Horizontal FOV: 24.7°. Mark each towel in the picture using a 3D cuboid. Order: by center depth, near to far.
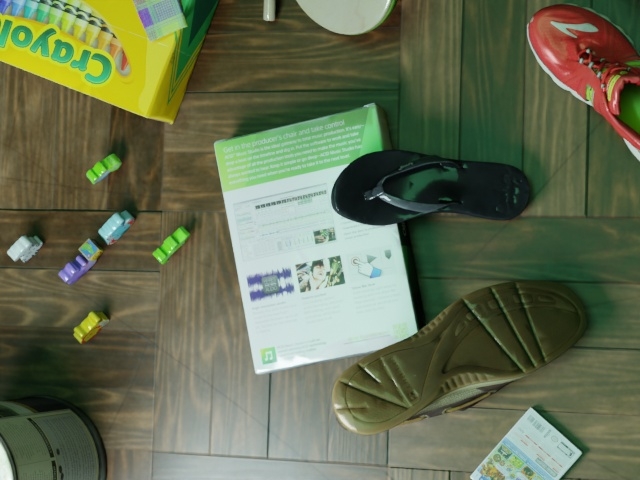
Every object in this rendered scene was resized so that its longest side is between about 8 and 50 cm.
[{"bbox_3d":[-0.214,-0.311,1.936,0.060,0.009,0.083,-22,86,10],"label":"towel"}]

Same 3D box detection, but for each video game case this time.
[{"bbox_3d":[0.263,0.287,1.872,0.087,0.011,0.122,42,98,13],"label":"video game case"}]

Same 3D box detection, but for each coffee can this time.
[{"bbox_3d":[-0.430,0.311,1.932,0.202,0.275,0.201,-1,87,16],"label":"coffee can"}]

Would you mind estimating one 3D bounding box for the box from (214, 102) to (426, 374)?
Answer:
[{"bbox_3d":[0.000,0.000,1.941,0.232,0.058,0.321,-12,85,15],"label":"box"}]

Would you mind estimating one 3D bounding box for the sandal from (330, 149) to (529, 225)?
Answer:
[{"bbox_3d":[0.140,-0.071,1.865,0.255,0.054,0.097,-2,84,-2],"label":"sandal"}]

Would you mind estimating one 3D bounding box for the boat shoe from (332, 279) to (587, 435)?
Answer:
[{"bbox_3d":[0.172,0.156,1.853,0.342,0.123,0.123,-27,74,-9],"label":"boat shoe"}]

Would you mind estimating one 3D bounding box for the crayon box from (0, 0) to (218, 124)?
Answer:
[{"bbox_3d":[-0.324,-0.370,2.024,0.363,0.106,0.313,22,93,15],"label":"crayon box"}]

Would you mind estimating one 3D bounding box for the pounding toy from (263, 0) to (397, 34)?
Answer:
[{"bbox_3d":[0.032,-0.375,1.928,0.237,0.110,0.182,13,121,38],"label":"pounding toy"}]

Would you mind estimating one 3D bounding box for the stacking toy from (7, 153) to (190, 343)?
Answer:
[{"bbox_3d":[-0.308,0.010,2.033,0.221,0.052,0.167,-44,79,8],"label":"stacking toy"}]

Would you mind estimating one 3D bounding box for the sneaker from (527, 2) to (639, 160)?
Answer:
[{"bbox_3d":[0.368,-0.200,1.811,0.279,0.118,0.107,45,99,13],"label":"sneaker"}]
